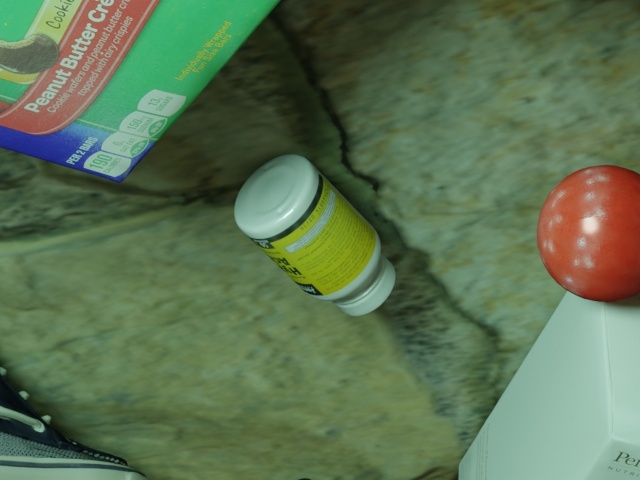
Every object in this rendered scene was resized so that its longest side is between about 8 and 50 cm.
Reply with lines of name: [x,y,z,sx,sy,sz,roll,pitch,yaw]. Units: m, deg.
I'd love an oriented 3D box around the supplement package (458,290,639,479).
supplement package: [0.227,0.169,1.412,0.177,0.175,0.293,13,137,-10]

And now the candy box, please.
candy box: [-0.181,-0.185,1.043,0.317,0.122,0.268,18,137,-29]

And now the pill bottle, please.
pill bottle: [0.000,0.000,1.318,0.065,0.065,0.116,-23,132,27]

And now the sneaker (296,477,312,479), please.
sneaker: [0.073,0.275,1.602,0.283,0.107,0.124,16,131,-15]

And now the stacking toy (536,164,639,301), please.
stacking toy: [0.304,0.020,1.280,0.330,0.141,0.141,11,138,-3]

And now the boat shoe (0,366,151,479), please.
boat shoe: [-0.243,0.137,1.463,0.127,0.158,0.340,-22,161,20]
